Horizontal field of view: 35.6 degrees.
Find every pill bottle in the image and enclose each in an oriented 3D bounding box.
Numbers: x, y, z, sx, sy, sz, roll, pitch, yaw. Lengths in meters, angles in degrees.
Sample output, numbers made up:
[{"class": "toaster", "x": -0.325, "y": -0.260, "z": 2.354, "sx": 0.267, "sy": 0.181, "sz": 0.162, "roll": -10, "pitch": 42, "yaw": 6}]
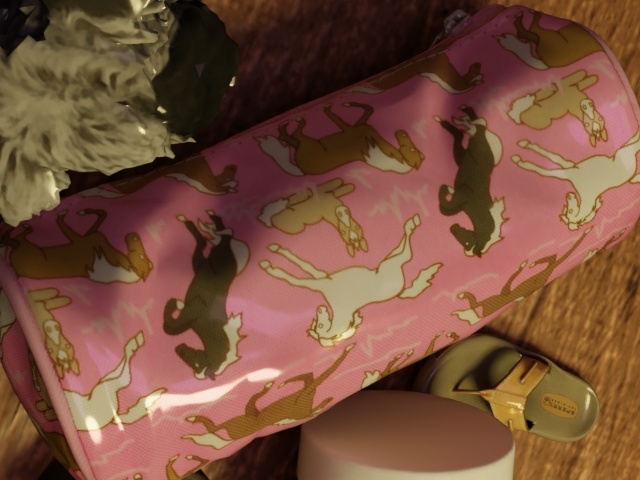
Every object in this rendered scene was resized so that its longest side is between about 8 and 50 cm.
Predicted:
[{"class": "pill bottle", "x": 0.044, "y": 0.255, "z": 0.654, "sx": 0.161, "sy": 0.161, "sz": 0.283, "roll": -1, "pitch": 103, "yaw": -26}]

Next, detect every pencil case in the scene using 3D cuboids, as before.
[{"class": "pencil case", "x": 0.000, "y": 0.000, "z": 0.575, "sx": 0.386, "sy": 0.167, "sz": 0.160, "roll": -27, "pitch": 141, "yaw": -19}]

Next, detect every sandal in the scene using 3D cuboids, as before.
[{"class": "sandal", "x": 0.148, "y": 0.116, "z": 0.736, "sx": 0.180, "sy": 0.049, "sz": 0.072, "roll": 19, "pitch": 93, "yaw": -29}]

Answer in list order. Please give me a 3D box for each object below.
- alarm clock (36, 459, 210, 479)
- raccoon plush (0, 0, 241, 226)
[{"class": "alarm clock", "x": -0.106, "y": 0.200, "z": 0.625, "sx": 0.192, "sy": 0.064, "sz": 0.129, "roll": 38, "pitch": 84, "yaw": -31}, {"class": "raccoon plush", "x": -0.211, "y": -0.164, "z": 0.461, "sx": 0.446, "sy": 0.299, "sz": 0.216, "roll": -12, "pitch": 128, "yaw": 9}]
